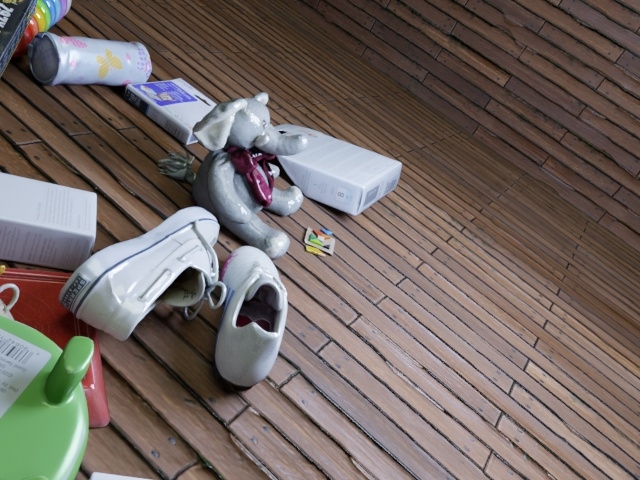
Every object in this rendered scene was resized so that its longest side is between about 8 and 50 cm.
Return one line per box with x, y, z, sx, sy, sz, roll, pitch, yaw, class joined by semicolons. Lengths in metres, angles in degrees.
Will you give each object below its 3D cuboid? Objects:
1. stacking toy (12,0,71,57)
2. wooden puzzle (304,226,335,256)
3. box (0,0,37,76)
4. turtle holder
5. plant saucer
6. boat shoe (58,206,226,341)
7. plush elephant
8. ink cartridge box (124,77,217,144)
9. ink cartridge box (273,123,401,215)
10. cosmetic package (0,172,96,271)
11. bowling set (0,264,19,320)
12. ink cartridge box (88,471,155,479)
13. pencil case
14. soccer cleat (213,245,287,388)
-0.696;-0.535;1.402;0.141;0.141;0.330;19;35;-21;stacking toy
0.000;0.000;1.337;0.079;0.014;0.116;23;30;-14;wooden puzzle
-0.734;-0.429;1.155;0.257;0.079;0.321;19;51;-23;box
-0.331;0.216;0.486;0.243;0.227;0.320;12;35;-32;turtle holder
-0.406;0.118;0.750;0.259;0.047;0.259;9;35;-34;plant saucer
-0.216;0.056;0.909;0.156;0.135;0.367;39;18;3;boat shoe
-0.146;-0.174;1.221;0.330;0.255;0.272;30;29;-2;plush elephant
-0.344;-0.328;1.488;0.206;0.045;0.208;37;31;10;ink cartridge box
-0.007;-0.206;1.613;0.385;0.091;0.308;22;27;18;ink cartridge box
-0.463;-0.034;0.893;0.231;0.085;0.117;12;34;-27;cosmetic package
-0.475;0.042;0.618;0.287;0.154;0.200;-11;46;-24;bowling set
-0.170;0.323;0.640;0.180;0.060;0.104;18;31;-21;ink cartridge box
-0.531;-0.416;1.383;0.124;0.113;0.273;15;19;33;pencil case
-0.099;0.090;0.976;0.116;0.143;0.331;21;31;-17;soccer cleat
